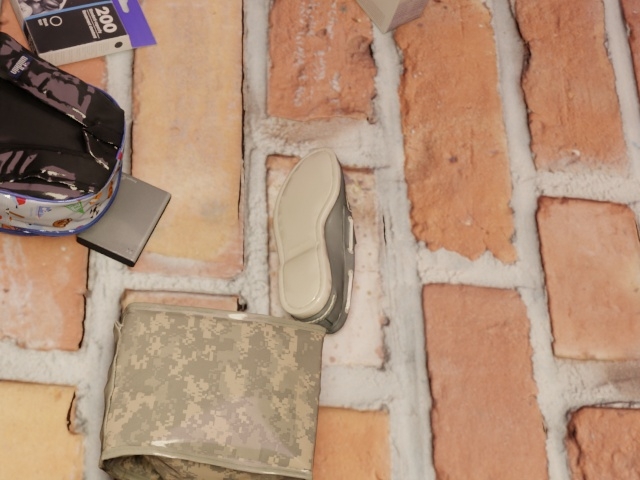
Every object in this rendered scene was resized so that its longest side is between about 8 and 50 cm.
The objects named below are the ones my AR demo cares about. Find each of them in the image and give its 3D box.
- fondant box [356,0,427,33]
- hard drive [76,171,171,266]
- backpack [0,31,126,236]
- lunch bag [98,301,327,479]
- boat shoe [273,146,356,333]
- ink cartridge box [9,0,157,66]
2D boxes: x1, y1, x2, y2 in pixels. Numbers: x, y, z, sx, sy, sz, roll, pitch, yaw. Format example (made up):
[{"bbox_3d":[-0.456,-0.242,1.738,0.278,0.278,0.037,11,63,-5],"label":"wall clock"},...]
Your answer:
[{"bbox_3d":[0.114,-0.544,2.216,0.096,0.330,0.238,-28,71,-27],"label":"fondant box"},{"bbox_3d":[-0.293,-0.034,1.988,0.094,0.022,0.135,24,57,0],"label":"hard drive"},{"bbox_3d":[-0.413,-0.123,1.901,0.263,0.213,0.277,14,63,3],"label":"backpack"},{"bbox_3d":[-0.154,0.221,1.788,0.287,0.169,0.235,13,58,-12],"label":"lunch bag"},{"bbox_3d":[0.000,0.000,2.022,0.099,0.116,0.320,43,36,-40],"label":"boat shoe"},{"bbox_3d":[-0.393,-0.388,2.161,0.208,0.045,0.206,-16,65,-24],"label":"ink cartridge box"}]
